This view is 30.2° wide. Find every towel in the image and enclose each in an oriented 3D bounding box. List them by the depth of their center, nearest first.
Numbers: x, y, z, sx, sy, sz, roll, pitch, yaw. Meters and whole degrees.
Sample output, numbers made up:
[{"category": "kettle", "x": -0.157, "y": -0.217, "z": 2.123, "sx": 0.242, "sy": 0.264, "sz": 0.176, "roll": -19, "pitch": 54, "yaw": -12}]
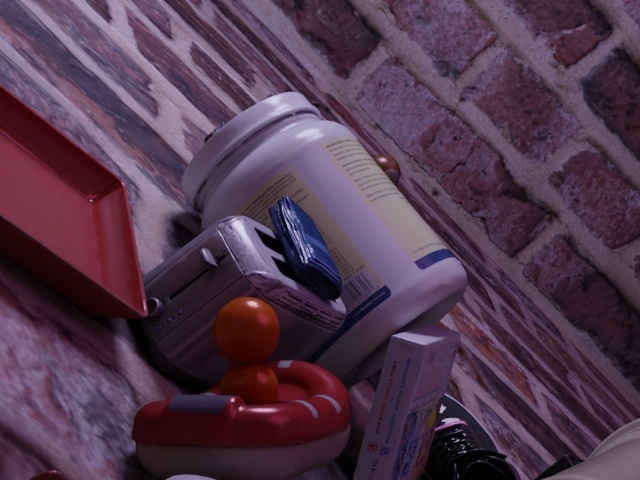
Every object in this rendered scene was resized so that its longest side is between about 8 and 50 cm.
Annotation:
[{"category": "towel", "x": -0.013, "y": 0.007, "z": 1.214, "sx": 0.067, "sy": 0.029, "sz": 0.119, "roll": 39, "pitch": 16, "yaw": -38}]

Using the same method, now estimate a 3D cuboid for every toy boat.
[{"category": "toy boat", "x": -0.062, "y": 0.124, "z": 1.030, "sx": 0.231, "sy": 0.151, "sz": 0.151, "roll": 9, "pitch": 81, "yaw": -71}]

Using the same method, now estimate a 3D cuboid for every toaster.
[{"category": "toaster", "x": -0.075, "y": 0.074, "z": 1.215, "sx": 0.227, "sy": 0.146, "sz": 0.129, "roll": 32, "pitch": 22, "yaw": -51}]

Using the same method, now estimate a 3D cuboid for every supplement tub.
[{"category": "supplement tub", "x": 0.000, "y": 0.000, "z": 1.478, "sx": 0.325, "sy": 0.235, "sz": 0.235, "roll": 52, "pitch": 13, "yaw": 14}]

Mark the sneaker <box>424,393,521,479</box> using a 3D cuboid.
[{"category": "sneaker", "x": 0.186, "y": 0.274, "z": 1.485, "sx": 0.146, "sy": 0.105, "sz": 0.295, "roll": 76, "pitch": -8, "yaw": -47}]

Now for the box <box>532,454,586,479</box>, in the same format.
[{"category": "box", "x": 0.337, "y": 0.382, "z": 1.669, "sx": 0.077, "sy": 0.147, "sz": 0.180, "roll": 56, "pitch": 16, "yaw": 29}]

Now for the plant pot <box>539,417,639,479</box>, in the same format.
[{"category": "plant pot", "x": 0.352, "y": 0.362, "z": 1.316, "sx": 0.306, "sy": 0.334, "sz": 0.333, "roll": 6, "pitch": 42, "yaw": -50}]

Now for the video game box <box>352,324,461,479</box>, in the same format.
[{"category": "video game box", "x": 0.102, "y": 0.196, "z": 1.382, "sx": 0.048, "sy": 0.187, "sz": 0.205, "roll": 14, "pitch": 3, "yaw": 17}]

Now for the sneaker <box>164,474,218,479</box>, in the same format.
[{"category": "sneaker", "x": -0.038, "y": 0.261, "z": 0.956, "sx": 0.297, "sy": 0.111, "sz": 0.129, "roll": 42, "pitch": -3, "yaw": -38}]

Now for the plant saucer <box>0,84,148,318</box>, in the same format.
[{"category": "plant saucer", "x": -0.282, "y": -0.052, "z": 1.124, "sx": 0.258, "sy": 0.048, "sz": 0.259, "roll": 40, "pitch": 15, "yaw": -32}]

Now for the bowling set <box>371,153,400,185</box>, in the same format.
[{"category": "bowling set", "x": 0.012, "y": -0.044, "z": 1.682, "sx": 0.287, "sy": 0.200, "sz": 0.154, "roll": 29, "pitch": 61, "yaw": -27}]

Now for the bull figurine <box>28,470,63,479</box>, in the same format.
[{"category": "bull figurine", "x": -0.212, "y": 0.182, "z": 0.568, "sx": 0.188, "sy": 0.101, "sz": 0.310, "roll": 38, "pitch": 14, "yaw": -26}]

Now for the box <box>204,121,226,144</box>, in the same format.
[{"category": "box", "x": -0.081, "y": -0.067, "z": 1.826, "sx": 0.233, "sy": 0.044, "sz": 0.159, "roll": 43, "pitch": 14, "yaw": -22}]
